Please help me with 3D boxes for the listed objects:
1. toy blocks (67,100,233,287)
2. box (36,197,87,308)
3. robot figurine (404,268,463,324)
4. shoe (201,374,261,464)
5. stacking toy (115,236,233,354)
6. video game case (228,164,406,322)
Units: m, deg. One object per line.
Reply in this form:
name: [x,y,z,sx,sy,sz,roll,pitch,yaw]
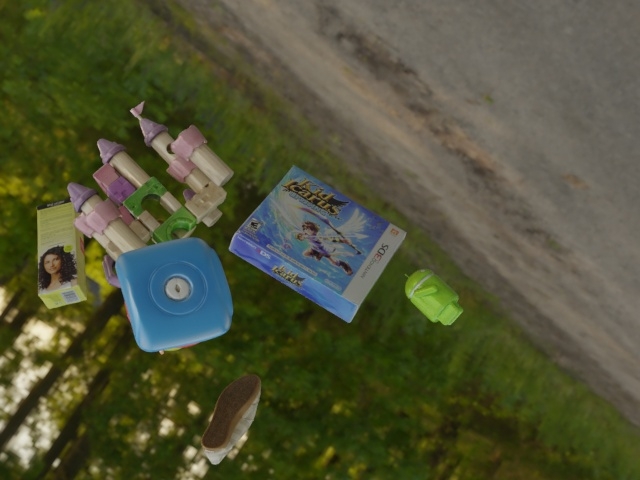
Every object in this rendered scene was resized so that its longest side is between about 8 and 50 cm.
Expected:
toy blocks: [-0.365,-0.094,1.977,0.260,0.288,0.309,44,161,6]
box: [-0.528,0.023,2.040,0.058,0.087,0.232,75,180,-53]
robot figurine: [0.198,0.098,1.775,0.115,0.067,0.101,45,-165,21]
shoe: [-0.180,0.363,2.045,0.077,0.219,0.058,5,129,24]
stacking toy: [-0.260,0.131,1.699,0.302,0.166,0.175,124,130,-63]
video game case: [0.000,0.000,1.932,0.270,0.244,0.061,31,134,6]
